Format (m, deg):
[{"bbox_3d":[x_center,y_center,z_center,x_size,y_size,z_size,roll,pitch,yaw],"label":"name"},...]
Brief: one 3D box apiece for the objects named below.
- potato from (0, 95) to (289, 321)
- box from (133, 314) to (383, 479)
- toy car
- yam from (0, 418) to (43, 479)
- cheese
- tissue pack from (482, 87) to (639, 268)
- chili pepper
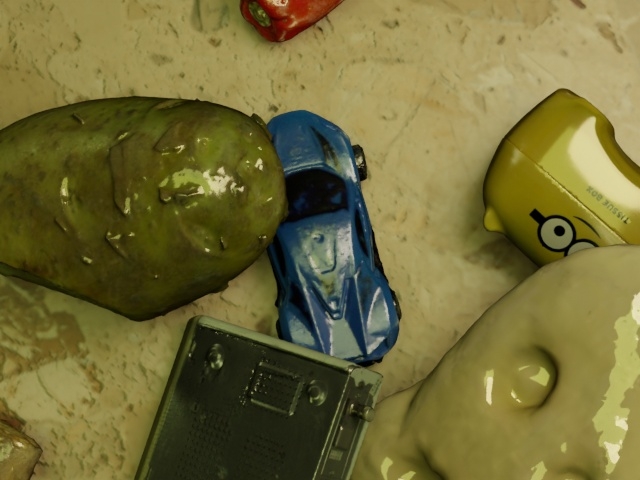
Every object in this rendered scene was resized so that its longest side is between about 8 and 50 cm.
[{"bbox_3d":[-0.168,-0.023,1.359,0.298,0.141,0.176,-8,68,18],"label":"potato"},{"bbox_3d":[-0.068,0.203,1.331,0.211,0.045,0.270,17,85,44],"label":"box"},{"bbox_3d":[0.000,0.000,1.393,0.103,0.063,0.216,-14,85,0],"label":"toy car"},{"bbox_3d":[-0.319,0.304,1.367,0.081,0.081,0.357,23,87,3],"label":"yam"},{"bbox_3d":[0.178,0.208,1.245,0.351,0.129,0.328,-38,57,21],"label":"cheese"},{"bbox_3d":[0.211,-0.023,1.362,0.178,0.123,0.127,42,98,-1],"label":"tissue pack"},{"bbox_3d":[-0.012,-0.218,1.411,0.123,0.073,0.070,-42,44,-5],"label":"chili pepper"}]
